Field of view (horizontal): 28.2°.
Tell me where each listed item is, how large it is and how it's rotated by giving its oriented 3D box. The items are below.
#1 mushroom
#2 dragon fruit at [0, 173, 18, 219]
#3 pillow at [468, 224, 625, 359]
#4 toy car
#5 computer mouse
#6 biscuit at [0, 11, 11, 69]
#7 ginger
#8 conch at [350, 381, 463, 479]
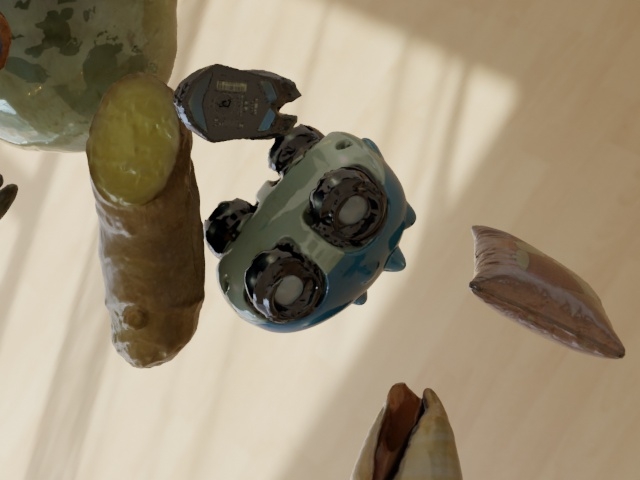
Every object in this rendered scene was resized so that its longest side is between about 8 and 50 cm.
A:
[{"bbox_3d":[-0.343,-0.280,1.637,0.352,0.260,0.352,-2,84,15],"label":"mushroom"},{"bbox_3d":[-0.319,0.030,0.807,0.274,0.193,0.192,-26,53,-23],"label":"dragon fruit"},{"bbox_3d":[0.297,0.070,1.720,0.084,0.223,0.236,-61,5,16],"label":"pillow"},{"bbox_3d":[0.000,0.000,1.498,0.255,0.190,0.188,-50,38,3],"label":"toy car"},{"bbox_3d":[-0.086,-0.139,1.292,0.047,0.135,0.079,-154,66,-67],"label":"computer mouse"},{"bbox_3d":[-0.458,-0.194,1.220,0.324,0.205,0.049,-15,41,-16],"label":"biscuit"},{"bbox_3d":[-0.191,-0.019,1.441,0.126,0.354,0.190,7,29,12],"label":"ginger"},{"bbox_3d":[0.120,0.319,1.688,0.158,0.127,0.255,10,42,5],"label":"conch"}]
